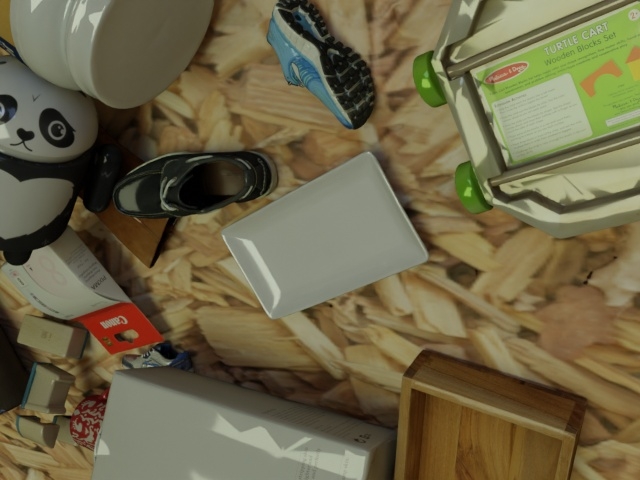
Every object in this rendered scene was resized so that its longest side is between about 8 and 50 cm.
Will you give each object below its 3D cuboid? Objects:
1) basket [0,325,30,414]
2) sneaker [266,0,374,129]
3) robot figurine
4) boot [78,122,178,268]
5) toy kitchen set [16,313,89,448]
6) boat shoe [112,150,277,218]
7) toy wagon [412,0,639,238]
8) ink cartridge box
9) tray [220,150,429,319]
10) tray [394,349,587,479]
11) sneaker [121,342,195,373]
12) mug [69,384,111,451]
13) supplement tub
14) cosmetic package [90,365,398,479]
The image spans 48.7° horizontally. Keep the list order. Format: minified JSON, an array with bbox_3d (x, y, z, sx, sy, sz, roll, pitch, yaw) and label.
[{"bbox_3d":[-0.661,0.213,1.331,0.204,0.154,0.227,-12,103,39],"label":"basket"},{"bbox_3d":[-0.002,-0.190,0.790,0.162,0.063,0.073,55,146,3],"label":"sneaker"},{"bbox_3d":[-0.388,-0.096,0.901,0.173,0.209,0.278,40,122,14],"label":"robot figurine"},{"bbox_3d":[-0.345,-0.064,1.057,0.280,0.096,0.264,40,120,0],"label":"boot"},{"bbox_3d":[-0.463,0.256,1.281,0.122,0.166,0.207,11,81,27],"label":"toy kitchen set"},{"bbox_3d":[-0.175,-0.070,0.904,0.233,0.079,0.084,-7,104,22],"label":"boat shoe"},{"bbox_3d":[0.218,-0.174,0.645,0.267,0.068,0.345,-16,102,36],"label":"toy wagon"},{"bbox_3d":[-0.379,0.098,1.117,0.189,0.066,0.232,-19,109,45],"label":"ink cartridge box"},{"bbox_3d":[0.000,0.000,0.888,0.270,0.030,0.145,-25,99,37],"label":"tray"},{"bbox_3d":[0.198,0.354,0.910,0.202,0.076,0.411,15,119,26],"label":"tray"},{"bbox_3d":[-0.260,0.189,1.135,0.135,0.052,0.058,4,105,22],"label":"sneaker"},{"bbox_3d":[-0.332,0.310,1.217,0.169,0.150,0.113,4,151,35],"label":"mug"},{"bbox_3d":[-0.300,-0.312,0.796,0.316,0.228,0.228,36,126,13],"label":"supplement tub"},{"bbox_3d":[-0.110,0.319,0.963,0.384,0.156,0.217,13,89,22],"label":"cosmetic package"}]
